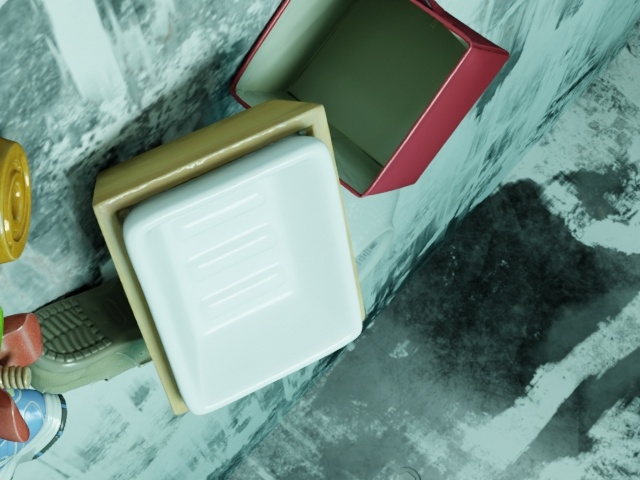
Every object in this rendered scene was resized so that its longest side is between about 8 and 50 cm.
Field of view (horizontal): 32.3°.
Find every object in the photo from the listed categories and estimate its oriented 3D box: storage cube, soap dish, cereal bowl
[{"bbox_3d":[0.055,-0.175,1.158,0.215,0.184,0.193,-55,167,18],"label":"storage cube"},{"bbox_3d":[-0.084,0.015,1.086,0.229,0.118,0.290,-26,133,-14],"label":"soap dish"},{"bbox_3d":[0.000,0.000,1.559,0.339,0.141,0.339,-45,165,-15],"label":"cereal bowl"}]

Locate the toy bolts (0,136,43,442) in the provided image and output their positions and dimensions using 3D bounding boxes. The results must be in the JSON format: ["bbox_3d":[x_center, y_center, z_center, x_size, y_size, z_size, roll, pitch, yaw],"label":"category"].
[{"bbox_3d":[-0.305,0.045,0.821,0.228,0.159,0.218,93,-2,-54],"label":"toy bolts"}]

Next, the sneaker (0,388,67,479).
[{"bbox_3d":[-0.366,0.227,1.181,0.211,0.080,0.081,-47,136,12],"label":"sneaker"}]

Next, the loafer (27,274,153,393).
[{"bbox_3d":[-0.220,0.095,1.214,0.269,0.102,0.092,-14,154,-47],"label":"loafer"}]

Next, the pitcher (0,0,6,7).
[{"bbox_3d":[-0.137,-0.218,0.593,0.207,0.125,0.177,-34,148,-14],"label":"pitcher"}]
